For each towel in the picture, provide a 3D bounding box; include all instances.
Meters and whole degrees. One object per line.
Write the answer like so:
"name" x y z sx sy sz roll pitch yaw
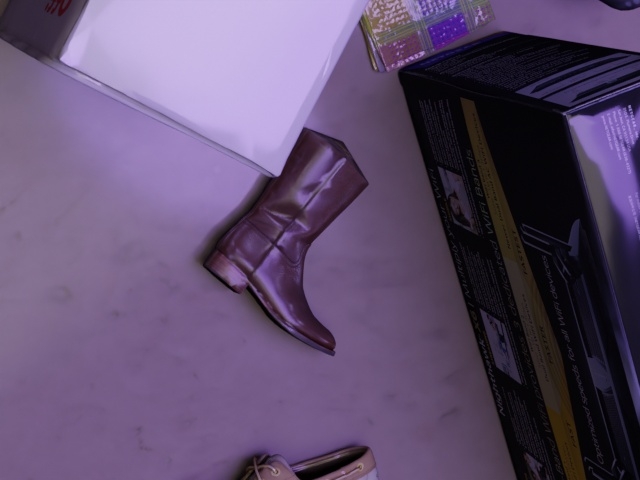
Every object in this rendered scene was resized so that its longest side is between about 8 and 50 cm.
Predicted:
"towel" 0.061 -0.144 0.995 0.083 0.009 0.060 -26 106 -12

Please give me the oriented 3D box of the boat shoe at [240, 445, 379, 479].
"boat shoe" -0.026 0.154 1.008 0.135 0.050 0.045 -7 99 -26

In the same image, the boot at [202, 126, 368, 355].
"boot" 0.000 0.000 0.993 0.106 0.037 0.114 40 83 -22

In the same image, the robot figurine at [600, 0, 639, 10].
"robot figurine" 0.212 -0.259 0.937 0.278 0.173 0.209 24 69 -20

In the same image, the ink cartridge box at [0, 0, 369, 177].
"ink cartridge box" -0.032 -0.207 0.839 0.129 0.223 0.307 27 92 -21

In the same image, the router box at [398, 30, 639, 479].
"router box" 0.160 0.042 0.939 0.081 0.243 0.309 -21 107 -12
